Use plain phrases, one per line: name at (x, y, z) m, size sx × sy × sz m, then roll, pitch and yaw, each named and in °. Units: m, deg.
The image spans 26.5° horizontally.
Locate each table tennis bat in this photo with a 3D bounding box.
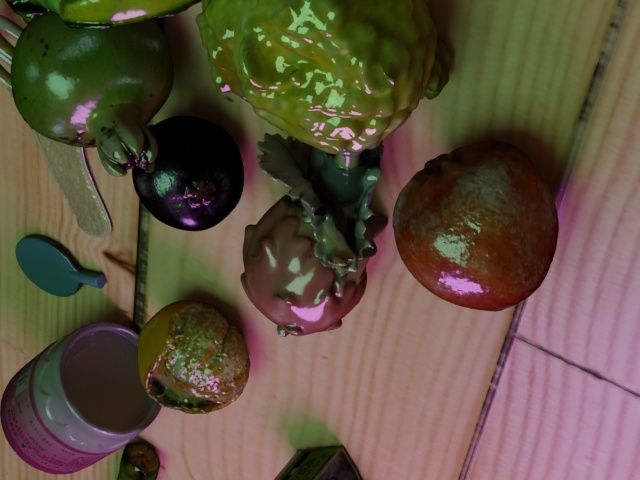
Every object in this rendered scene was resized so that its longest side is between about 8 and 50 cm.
table tennis bat at (-0.364, 0.040, 1.891) m, size 0.155 × 0.019 × 0.100 m, roll 13°, pitch 130°, yaw 30°

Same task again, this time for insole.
insole at (-0.328, -0.106, 1.748) m, size 0.081 × 0.011 × 0.248 m, roll 4°, pitch 126°, yaw 33°

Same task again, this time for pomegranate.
pomegranate at (-0.234, -0.177, 1.490) m, size 0.210 × 0.179 × 0.179 m, roll 30°, pitch 137°, yaw 28°

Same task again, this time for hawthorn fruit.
hawthorn fruit at (0.158, -0.010, 1.362) m, size 0.173 × 0.173 × 0.173 m, roll 20°, pitch 133°, yaw 22°

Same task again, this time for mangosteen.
mangosteen at (-0.158, -0.085, 1.573) m, size 0.151 × 0.137 × 0.137 m, roll 44°, pitch 153°, yaw 54°

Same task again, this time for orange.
orange at (-0.165, 0.156, 1.759) m, size 0.156 × 0.134 × 0.156 m, roll 27°, pitch 151°, yaw 16°

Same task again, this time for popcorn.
popcorn at (0.015, -0.203, 1.298) m, size 0.206 × 0.251 × 0.237 m, roll -53°, pitch 51°, yaw 25°

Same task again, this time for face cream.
face cream at (-0.333, 0.221, 1.900) m, size 0.175 × 0.175 × 0.195 m, roll 48°, pitch 139°, yaw -7°

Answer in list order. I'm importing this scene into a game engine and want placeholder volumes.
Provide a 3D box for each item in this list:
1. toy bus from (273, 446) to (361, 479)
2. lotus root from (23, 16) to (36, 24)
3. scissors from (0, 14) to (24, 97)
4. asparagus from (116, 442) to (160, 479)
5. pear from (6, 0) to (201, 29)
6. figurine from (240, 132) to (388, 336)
toy bus at (0.027, 0.426, 1.860) m, size 0.139 × 0.113 × 0.302 m, roll -5°, pitch 118°, yaw 39°
lotus root at (-0.317, -0.263, 1.582) m, size 0.099 × 0.049 × 0.054 m, roll 26°, pitch 165°, yaw 17°
scissors at (-0.303, -0.168, 1.641) m, size 0.317 × 0.024 × 0.160 m, roll 39°, pitch 150°, yaw -2°
asparagus at (-0.297, 0.408, 2.116) m, size 0.067 × 0.060 × 0.278 m, roll 19°, pitch 136°, yaw -4°
pear at (-0.233, -0.358, 1.366) m, size 0.238 × 0.164 × 0.255 m, roll 17°, pitch 131°, yaw 28°
figurine at (0.000, 0.000, 1.504) m, size 0.207 × 0.166 × 0.387 m, roll 56°, pitch 152°, yaw 37°
